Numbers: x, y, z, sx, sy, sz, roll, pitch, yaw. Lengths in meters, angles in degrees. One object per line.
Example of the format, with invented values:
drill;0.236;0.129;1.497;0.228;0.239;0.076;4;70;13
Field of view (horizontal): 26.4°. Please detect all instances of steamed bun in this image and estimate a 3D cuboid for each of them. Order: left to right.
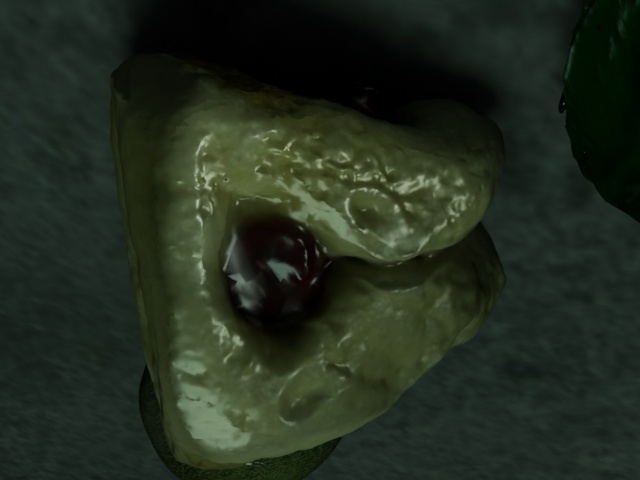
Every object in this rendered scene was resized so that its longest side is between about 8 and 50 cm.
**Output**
steamed bun;0.000;0.000;0.553;0.155;0.172;0.141;-10;-164;-11

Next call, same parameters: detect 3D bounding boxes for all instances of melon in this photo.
melon;-0.039;0.083;0.752;0.114;0.114;0.167;19;153;-14

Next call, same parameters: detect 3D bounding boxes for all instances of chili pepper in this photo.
chili pepper;0.127;-0.066;0.451;0.108;0.062;0.216;4;150;16
